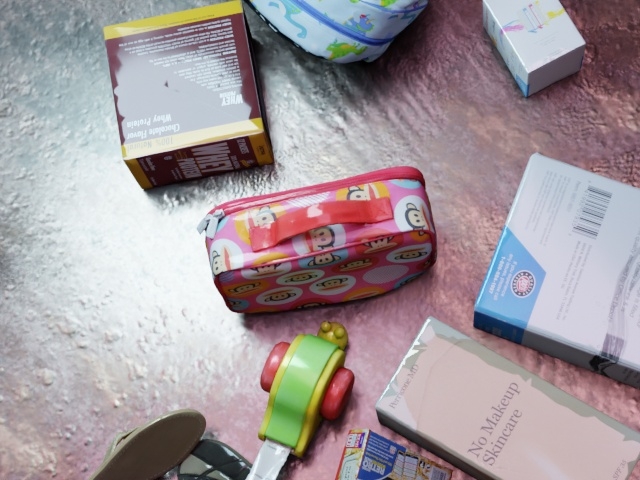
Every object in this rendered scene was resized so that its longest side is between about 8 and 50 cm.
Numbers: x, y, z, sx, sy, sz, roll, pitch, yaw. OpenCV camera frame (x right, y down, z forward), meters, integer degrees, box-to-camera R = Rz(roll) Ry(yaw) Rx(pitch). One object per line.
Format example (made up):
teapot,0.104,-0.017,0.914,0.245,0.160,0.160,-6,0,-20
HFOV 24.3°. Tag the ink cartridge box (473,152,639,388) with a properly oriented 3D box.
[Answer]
ink cartridge box,0.375,0.053,1.899,0.308,0.129,0.223,20,77,10

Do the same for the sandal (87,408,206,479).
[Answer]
sandal,-0.256,0.281,1.917,0.240,0.088,0.079,-46,39,6

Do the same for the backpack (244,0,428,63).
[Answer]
backpack,-0.017,-0.397,1.984,0.273,0.290,0.355,-33,83,30

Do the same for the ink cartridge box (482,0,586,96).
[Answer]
ink cartridge box,0.284,-0.287,2.020,0.090,0.092,0.143,-28,73,-3

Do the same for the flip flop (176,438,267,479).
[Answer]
flip flop,-0.073,0.360,1.883,0.277,0.080,0.112,39,85,27

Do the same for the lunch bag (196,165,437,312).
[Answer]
lunch bag,0.000,0.000,1.877,0.293,0.258,0.120,-12,74,1

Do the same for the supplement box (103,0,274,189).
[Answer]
supplement box,-0.177,-0.195,2.012,0.191,0.129,0.194,-11,74,1

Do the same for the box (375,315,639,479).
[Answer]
box,0.235,0.237,1.863,0.311,0.121,0.148,28,79,11

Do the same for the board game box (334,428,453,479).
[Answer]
board game box,0.076,0.348,1.832,0.147,0.045,0.193,30,66,-29

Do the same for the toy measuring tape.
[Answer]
toy measuring tape,-0.042,0.221,1.848,0.121,0.121,0.330,23,55,10
